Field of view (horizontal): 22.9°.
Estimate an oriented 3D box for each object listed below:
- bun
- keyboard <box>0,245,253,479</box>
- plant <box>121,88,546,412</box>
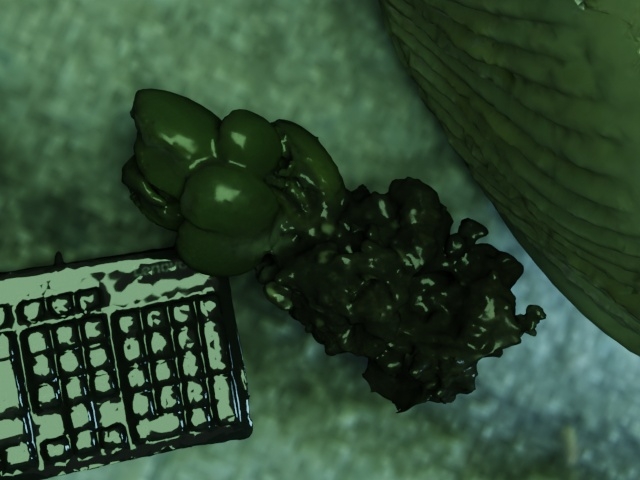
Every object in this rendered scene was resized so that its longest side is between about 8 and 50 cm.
[{"bbox_3d":[0.125,-0.060,0.553,0.141,0.239,0.239,-34,101,-6],"label":"bun"},{"bbox_3d":[-0.151,0.057,0.589,0.250,0.017,0.087,-10,96,-15],"label":"keyboard"},{"bbox_3d":[0.000,0.000,0.596,0.174,0.087,0.085,31,118,-7],"label":"plant"}]
